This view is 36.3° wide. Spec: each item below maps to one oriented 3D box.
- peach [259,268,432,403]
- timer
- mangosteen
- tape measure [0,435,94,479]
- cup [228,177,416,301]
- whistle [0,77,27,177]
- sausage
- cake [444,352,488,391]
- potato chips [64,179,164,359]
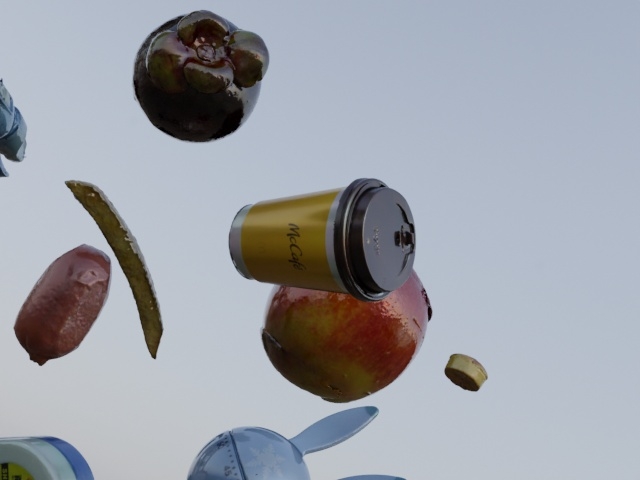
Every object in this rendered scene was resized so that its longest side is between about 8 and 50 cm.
[{"bbox_3d":[0.057,0.164,2.106,0.370,0.369,0.370,18,-23,8],"label":"peach"},{"bbox_3d":[-0.045,0.309,1.233,0.256,0.175,0.175,-1,-12,-27],"label":"timer"},{"bbox_3d":[-0.181,-0.243,1.442,0.210,0.209,0.210,18,-23,8],"label":"mangosteen"},{"bbox_3d":[-0.431,0.316,1.410,0.215,0.351,0.098,-8,-8,26],"label":"tape measure"},{"bbox_3d":[0.000,0.000,1.569,0.280,0.196,0.196,0,-31,33],"label":"cup"},{"bbox_3d":[-0.554,-0.209,1.654,0.093,0.180,0.269,-7,-23,-3],"label":"whistle"},{"bbox_3d":[-0.503,0.124,1.920,0.148,0.254,0.148,29,-8,5],"label":"sausage"},{"bbox_3d":[0.280,0.253,1.880,0.084,0.044,0.084,28,-27,16],"label":"cake"},{"bbox_3d":[-0.389,0.047,1.957,0.406,0.080,0.057,68,-14,-17],"label":"potato chips"}]
